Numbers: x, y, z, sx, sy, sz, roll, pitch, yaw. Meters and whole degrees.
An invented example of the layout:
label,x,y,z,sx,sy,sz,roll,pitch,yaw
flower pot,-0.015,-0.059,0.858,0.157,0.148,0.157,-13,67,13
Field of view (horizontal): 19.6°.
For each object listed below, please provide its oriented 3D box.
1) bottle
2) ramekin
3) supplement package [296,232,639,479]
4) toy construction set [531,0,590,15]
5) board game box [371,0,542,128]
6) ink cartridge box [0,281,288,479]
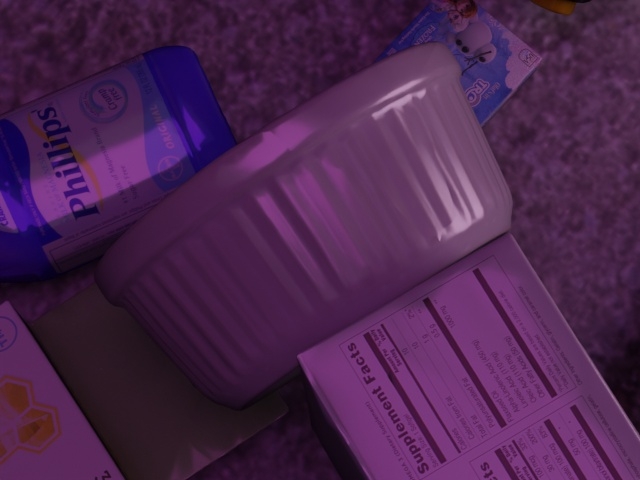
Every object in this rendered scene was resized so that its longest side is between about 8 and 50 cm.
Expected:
label,x,y,z,sx,sy,sz,roll,pitch,yaw
bottle,-0.197,-0.033,1.285,0.283,0.092,0.118,-23,75,-4
ramekin,0.000,0.000,1.189,0.273,0.273,0.127,-33,86,-7
supplement package,0.099,0.143,1.144,0.145,0.262,0.204,-30,77,-7
toy construction set,0.157,-0.287,1.249,0.237,0.309,0.257,29,86,3
board game box,0.097,-0.126,1.339,0.090,0.020,0.090,41,80,9
ink cartridge box,-0.166,0.111,1.253,0.235,0.056,0.171,-34,66,-5
